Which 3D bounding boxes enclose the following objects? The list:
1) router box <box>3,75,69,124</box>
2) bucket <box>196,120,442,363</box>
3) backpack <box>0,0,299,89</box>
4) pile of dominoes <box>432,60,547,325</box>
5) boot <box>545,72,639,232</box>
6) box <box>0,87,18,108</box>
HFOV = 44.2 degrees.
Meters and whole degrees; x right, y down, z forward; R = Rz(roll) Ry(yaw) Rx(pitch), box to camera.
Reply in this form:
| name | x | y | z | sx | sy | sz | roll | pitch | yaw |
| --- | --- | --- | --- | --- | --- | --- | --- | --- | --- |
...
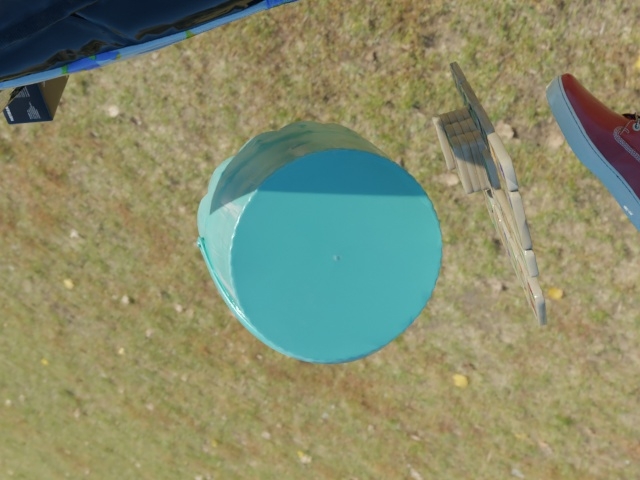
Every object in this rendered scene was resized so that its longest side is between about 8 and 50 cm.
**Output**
| name | x | y | z | sx | sy | sz | roll | pitch | yaw |
| --- | --- | --- | --- | --- | --- | --- | --- | --- | --- |
| router box | -0.490 | -0.383 | 1.268 | 0.081 | 0.243 | 0.308 | -4 | 134 | 2 |
| bucket | 0.000 | 0.000 | 0.928 | 0.281 | 0.281 | 0.183 | 40 | -177 | -19 |
| backpack | -0.169 | -0.232 | 0.466 | 0.273 | 0.356 | 0.290 | 43 | 163 | 46 |
| pile of dominoes | 0.152 | -0.042 | 0.745 | 0.040 | 0.251 | 0.196 | -17 | 120 | 8 |
| boot | 0.397 | -0.135 | 0.927 | 0.244 | 0.088 | 0.176 | 44 | 128 | -14 |
| box | -0.275 | -0.186 | 0.717 | 0.060 | 0.270 | 0.216 | 42 | 153 | -20 |
